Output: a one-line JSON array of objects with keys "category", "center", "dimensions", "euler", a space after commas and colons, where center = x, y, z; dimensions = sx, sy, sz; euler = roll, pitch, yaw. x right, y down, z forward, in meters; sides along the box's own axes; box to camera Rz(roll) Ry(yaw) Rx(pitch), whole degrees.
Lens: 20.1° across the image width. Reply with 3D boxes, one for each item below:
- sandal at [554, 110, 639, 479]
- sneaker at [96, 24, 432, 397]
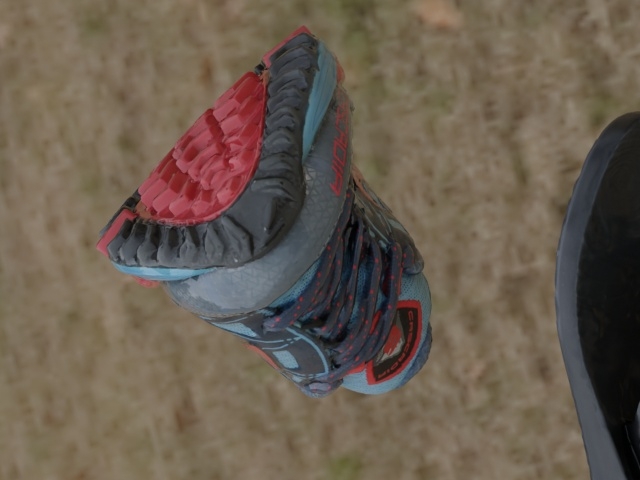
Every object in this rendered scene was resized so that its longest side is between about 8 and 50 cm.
[{"category": "sandal", "center": [0.250, 0.137, 1.150], "dimensions": [0.107, 0.168, 0.445], "euler": [6, 104, 53]}, {"category": "sneaker", "center": [0.000, 0.000, 0.666], "dimensions": [0.125, 0.104, 0.262], "euler": [42, -179, -4]}]
